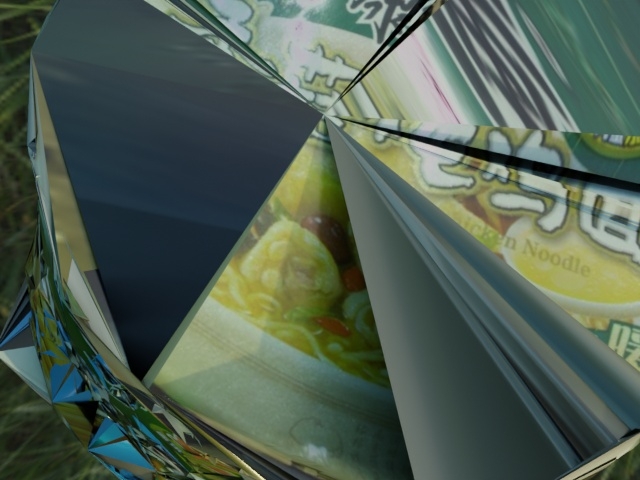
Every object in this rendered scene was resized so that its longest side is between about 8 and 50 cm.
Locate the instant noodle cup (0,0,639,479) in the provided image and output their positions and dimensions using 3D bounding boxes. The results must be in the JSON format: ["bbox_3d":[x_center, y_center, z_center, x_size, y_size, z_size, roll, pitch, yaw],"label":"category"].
[{"bbox_3d":[0.000,0.000,0.552,0.240,0.178,0.240,6,70,-16],"label":"instant noodle cup"}]
